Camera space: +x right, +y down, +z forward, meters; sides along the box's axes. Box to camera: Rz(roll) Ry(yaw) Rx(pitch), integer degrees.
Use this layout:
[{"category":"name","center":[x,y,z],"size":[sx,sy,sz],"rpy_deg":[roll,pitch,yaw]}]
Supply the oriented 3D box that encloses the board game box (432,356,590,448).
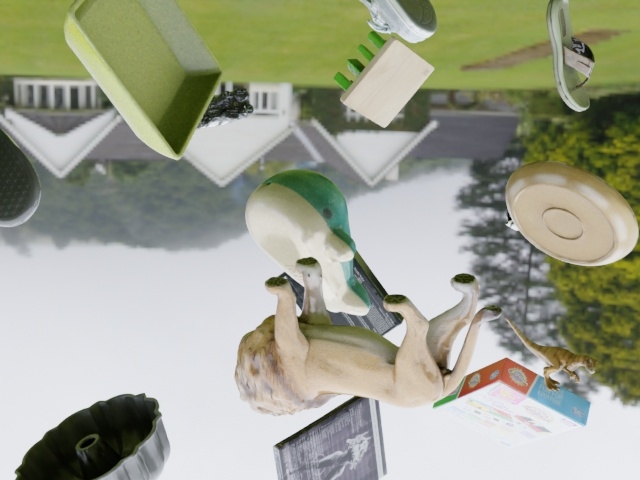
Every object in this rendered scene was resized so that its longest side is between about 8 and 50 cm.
[{"category":"board game box","center":[0.449,0.396,2.291],"size":[0.242,0.064,0.316],"rpy_deg":[29,151,-11]}]

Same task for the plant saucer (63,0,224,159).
[{"category":"plant saucer","center":[-0.193,-0.201,1.024],"size":[0.045,0.188,0.188],"rpy_deg":[-18,-147,26]}]

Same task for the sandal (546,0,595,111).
[{"category":"sandal","center":[0.625,-0.456,2.360],"size":[0.086,0.302,0.120],"rpy_deg":[-2,-150,31]}]

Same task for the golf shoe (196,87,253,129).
[{"category":"golf shoe","center":[-0.227,-0.237,1.784],"size":[0.198,0.077,0.094],"rpy_deg":[-5,177,-26]}]

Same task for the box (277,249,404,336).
[{"category":"box","center":[0.051,0.136,2.293],"size":[0.184,0.261,0.103],"rpy_deg":[-35,178,9]}]

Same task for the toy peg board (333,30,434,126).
[{"category":"toy peg board","center":[0.119,-0.334,1.935],"size":[0.161,0.161,0.079],"rpy_deg":[20,-154,-53]}]

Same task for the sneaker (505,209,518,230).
[{"category":"sneaker","center":[0.401,-0.063,1.973],"size":[0.037,0.083,0.032],"rpy_deg":[19,152,-15]}]

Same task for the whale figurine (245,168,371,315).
[{"category":"whale figurine","center":[0.000,0.000,1.574],"size":[0.141,0.272,0.216],"rpy_deg":[-47,-156,-26]}]

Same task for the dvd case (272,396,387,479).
[{"category":"dvd case","center":[0.020,0.348,1.518],"size":[0.221,0.164,0.018],"rpy_deg":[-24,-156,-39]}]

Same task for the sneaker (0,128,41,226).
[{"category":"sneaker","center":[-0.383,-0.085,1.011],"size":[0.270,0.090,0.145],"rpy_deg":[30,167,13]}]

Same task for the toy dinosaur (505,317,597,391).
[{"category":"toy dinosaur","center":[0.467,0.237,1.931],"size":[0.211,0.112,0.064],"rpy_deg":[18,-166,42]}]

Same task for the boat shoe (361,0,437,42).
[{"category":"boat shoe","center":[0.118,-0.464,1.851],"size":[0.118,0.103,0.320],"rpy_deg":[7,-144,-39]}]

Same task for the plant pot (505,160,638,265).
[{"category":"plant pot","center":[0.414,-0.035,1.614],"size":[0.236,0.236,0.032],"rpy_deg":[12,-127,39]}]

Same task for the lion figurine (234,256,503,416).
[{"category":"lion figurine","center":[0.051,0.157,1.285],"size":[0.392,0.240,0.142],"rpy_deg":[9,-154,27]}]

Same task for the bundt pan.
[{"category":"bundt pan","center":[-0.456,0.464,1.981],"size":[0.331,0.124,0.331],"rpy_deg":[-19,-158,8]}]
